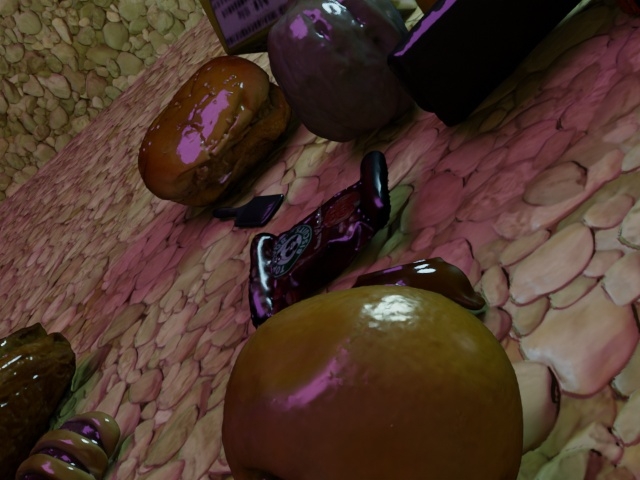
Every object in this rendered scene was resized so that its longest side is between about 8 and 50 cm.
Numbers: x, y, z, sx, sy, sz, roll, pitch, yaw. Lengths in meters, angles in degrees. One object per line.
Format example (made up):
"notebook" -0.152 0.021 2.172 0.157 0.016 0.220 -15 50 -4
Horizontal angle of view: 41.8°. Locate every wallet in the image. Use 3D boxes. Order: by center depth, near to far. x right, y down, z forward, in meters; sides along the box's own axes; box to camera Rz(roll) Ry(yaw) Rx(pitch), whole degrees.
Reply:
"wallet" 0.241 -0.293 0.940 0.377 0.197 0.051 -45 62 7

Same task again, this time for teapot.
"teapot" 0.084 0.061 0.763 0.129 0.078 0.098 -16 -5 27

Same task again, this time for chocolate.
"chocolate" -0.014 -0.428 1.464 0.289 0.137 0.301 -14 2 -36

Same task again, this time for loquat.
"loquat" 0.036 0.127 0.574 0.208 0.208 0.208 -36 26 20

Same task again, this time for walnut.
"walnut" 0.031 -0.251 1.155 0.224 0.224 0.224 -36 26 20

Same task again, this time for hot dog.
"hot dog" -0.511 0.278 1.232 0.267 0.174 0.387 -26 31 41

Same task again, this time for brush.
"brush" -0.123 -0.046 1.319 0.193 0.016 0.063 -3 47 56

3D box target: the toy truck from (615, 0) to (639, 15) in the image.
"toy truck" 0.402 -0.349 0.854 0.253 0.107 0.114 -44 25 7

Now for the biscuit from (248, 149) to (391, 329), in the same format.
"biscuit" 0.000 -0.005 0.999 0.235 0.063 0.151 -36 25 25

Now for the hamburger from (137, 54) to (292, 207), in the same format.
"hamburger" -0.192 -0.186 1.473 0.290 0.170 0.314 -54 26 -4

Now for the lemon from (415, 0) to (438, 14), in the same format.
"lemon" 0.210 -0.355 1.080 0.187 0.187 0.244 -52 27 -15

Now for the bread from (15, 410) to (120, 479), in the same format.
"bread" -0.338 0.311 1.018 0.134 0.081 0.225 -24 32 42
